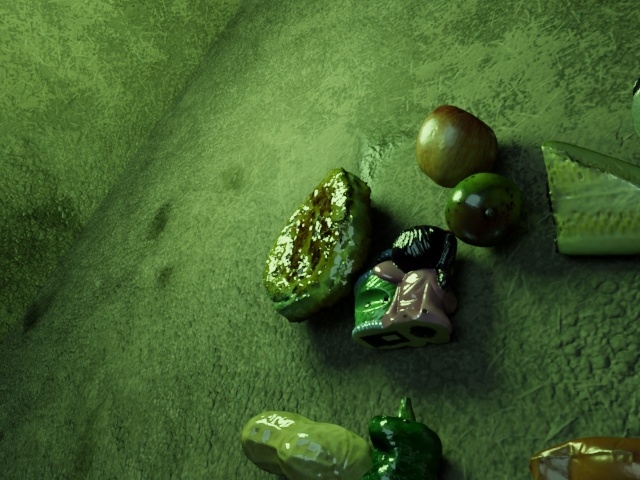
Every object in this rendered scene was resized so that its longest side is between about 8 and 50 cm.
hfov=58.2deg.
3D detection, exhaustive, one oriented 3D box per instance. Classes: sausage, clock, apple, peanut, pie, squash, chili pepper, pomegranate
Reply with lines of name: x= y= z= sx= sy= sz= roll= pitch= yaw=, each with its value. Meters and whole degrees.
sausage: x=0.332 y=0.267 z=0.650 sx=0.179 sy=0.089 sz=0.089 roll=-18 pitch=50 yaw=42
clock: x=0.142 y=0.076 z=0.975 sx=0.194 sy=0.100 sz=0.195 roll=-16 pitch=50 yaw=40
apple: x=0.239 y=-0.162 z=1.022 sx=0.131 sy=0.146 sz=0.146 roll=-62 pitch=34 yaw=19
peanut: x=-0.032 y=0.344 z=0.930 sx=0.274 sy=0.125 sz=0.111 roll=-3 pitch=79 yaw=45
pie: x=0.000 y=0.000 z=1.142 sx=0.288 sy=0.103 sz=0.355 roll=-52 pitch=23 yaw=21
squash: x=0.441 y=-0.072 z=0.766 sx=0.252 sy=0.093 sz=0.169 roll=-4 pitch=104 yaw=46
chili pepper: x=0.101 y=0.350 z=0.793 sx=0.136 sy=0.099 sz=0.270 roll=8 pitch=58 yaw=12
pomegranate: x=0.267 y=-0.047 z=0.934 sx=0.130 sy=0.130 sz=0.130 roll=-27 pitch=45 yaw=30

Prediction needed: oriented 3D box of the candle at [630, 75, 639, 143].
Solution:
candle: x=0.492 y=-0.163 z=0.762 sx=0.068 sy=0.192 sz=0.168 roll=-124 pitch=31 yaw=-50
